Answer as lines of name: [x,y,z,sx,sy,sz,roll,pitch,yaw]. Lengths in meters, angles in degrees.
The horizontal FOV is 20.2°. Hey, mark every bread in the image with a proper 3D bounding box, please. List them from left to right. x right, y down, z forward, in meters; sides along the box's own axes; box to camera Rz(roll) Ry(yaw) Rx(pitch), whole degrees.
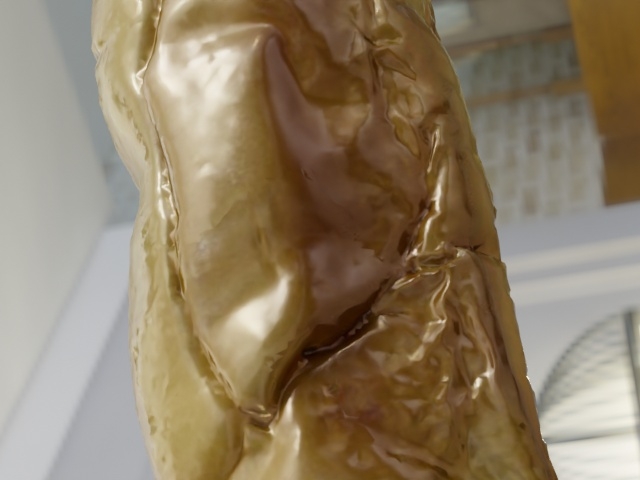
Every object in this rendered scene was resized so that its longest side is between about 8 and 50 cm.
bread: [0.000,0.000,0.650,0.167,0.132,0.294,54,-159,-67]
